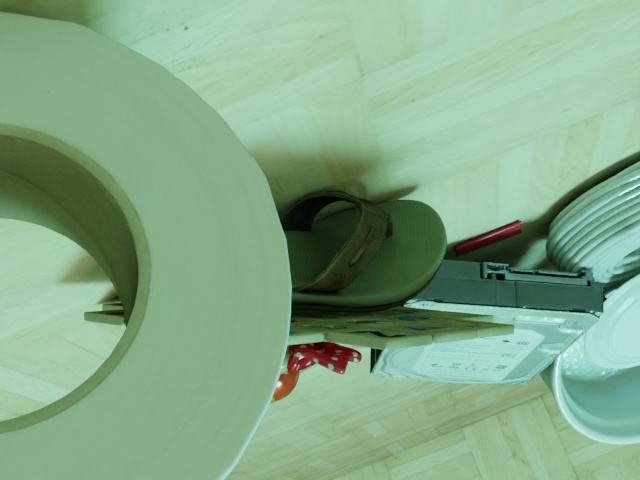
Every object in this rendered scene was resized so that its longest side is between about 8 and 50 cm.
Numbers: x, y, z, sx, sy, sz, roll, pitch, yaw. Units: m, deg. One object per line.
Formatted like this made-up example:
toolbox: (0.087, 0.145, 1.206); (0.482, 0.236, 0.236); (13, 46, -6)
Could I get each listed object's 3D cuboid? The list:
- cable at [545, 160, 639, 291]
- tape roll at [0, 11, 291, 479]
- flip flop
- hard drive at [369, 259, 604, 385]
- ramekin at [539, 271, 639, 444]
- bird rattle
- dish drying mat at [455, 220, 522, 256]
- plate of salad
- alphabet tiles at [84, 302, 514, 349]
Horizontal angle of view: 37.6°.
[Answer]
cable: (0.399, -0.025, 1.142); (0.257, 0.089, 0.257); (-29, 159, 20)
tape roll: (-0.161, 0.032, 0.448); (0.286, 0.286, 0.100); (-13, 160, -21)
flip flop: (0.000, 0.000, 0.814); (0.277, 0.112, 0.080); (-3, 139, -30)
hard drive: (0.200, 0.118, 1.232); (0.237, 0.064, 0.339); (4, 156, -4)
ramekin: (0.440, 0.144, 1.371); (0.277, 0.277, 0.135); (-20, -156, -5)
bird rattle: (-0.066, 0.146, 1.141); (0.253, 0.143, 0.207); (-34, 172, -2)
dish drying mat: (0.200, -0.002, 1.123); (0.083, 0.008, 0.032); (-21, 159, 0)
plate of salad: (0.432, 0.093, 1.237); (0.200, 0.048, 0.200); (-12, 134, -13)
alphabet tiles: (-0.022, 0.069, 0.828); (0.342, 0.011, 0.285); (2, -179, 42)
